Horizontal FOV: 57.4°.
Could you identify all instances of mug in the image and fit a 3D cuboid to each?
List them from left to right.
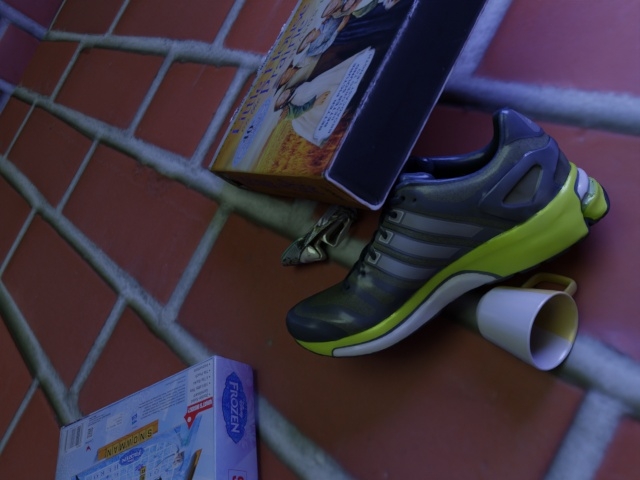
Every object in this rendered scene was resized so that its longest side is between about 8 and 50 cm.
[{"bbox_3d":[0.167,0.063,0.474,0.064,0.078,0.062,15,112,55],"label":"mug"}]

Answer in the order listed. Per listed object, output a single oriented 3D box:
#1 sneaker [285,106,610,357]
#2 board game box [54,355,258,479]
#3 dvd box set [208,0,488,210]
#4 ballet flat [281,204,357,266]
[{"bbox_3d":[0.081,-0.003,0.514,0.299,0.121,0.111,-34,13,20],"label":"sneaker"},{"bbox_3d":[-0.199,0.332,0.656,0.318,0.065,0.318,-28,52,30],"label":"board game box"},{"bbox_3d":[0.013,-0.193,0.647,0.308,0.062,0.420,-62,24,-4],"label":"dvd box set"},{"bbox_3d":[0.000,0.000,0.671,0.114,0.041,0.041,-45,45,17],"label":"ballet flat"}]
